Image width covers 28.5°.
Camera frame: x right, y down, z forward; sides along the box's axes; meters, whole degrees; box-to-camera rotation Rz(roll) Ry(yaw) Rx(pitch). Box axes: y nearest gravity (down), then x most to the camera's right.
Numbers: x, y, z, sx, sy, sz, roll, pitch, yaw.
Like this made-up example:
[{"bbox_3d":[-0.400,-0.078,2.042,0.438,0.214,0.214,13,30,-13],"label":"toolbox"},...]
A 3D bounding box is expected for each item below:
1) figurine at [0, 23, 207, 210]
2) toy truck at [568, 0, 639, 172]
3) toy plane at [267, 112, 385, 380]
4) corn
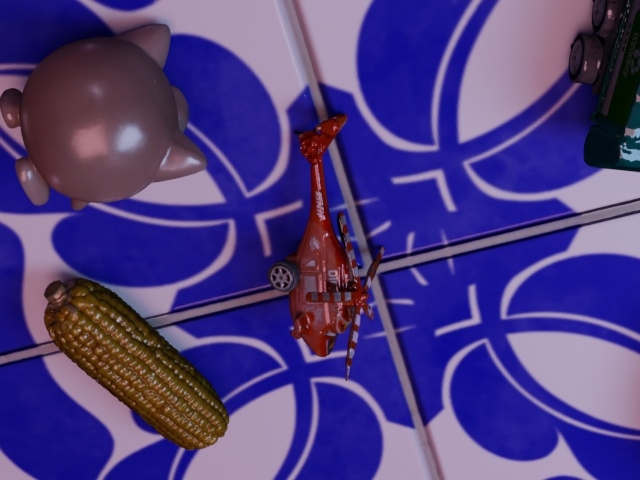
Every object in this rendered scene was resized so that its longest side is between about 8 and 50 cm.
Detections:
[{"bbox_3d":[-0.162,-0.088,0.934,0.138,0.125,0.125,-18,121,-5],"label":"figurine"},{"bbox_3d":[0.257,-0.158,0.893,0.114,0.124,0.253,6,123,-7],"label":"toy truck"},{"bbox_3d":[-0.004,0.003,1.001,0.077,0.126,0.194,4,128,29],"label":"toy plane"},{"bbox_3d":[-0.157,0.107,1.078,0.068,0.068,0.207,-35,115,18],"label":"corn"}]
